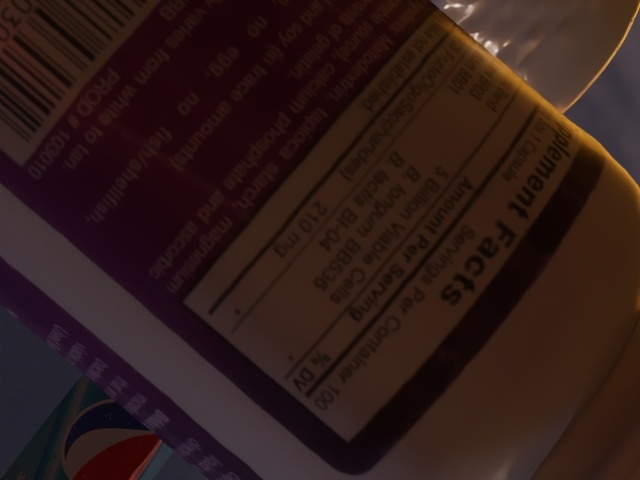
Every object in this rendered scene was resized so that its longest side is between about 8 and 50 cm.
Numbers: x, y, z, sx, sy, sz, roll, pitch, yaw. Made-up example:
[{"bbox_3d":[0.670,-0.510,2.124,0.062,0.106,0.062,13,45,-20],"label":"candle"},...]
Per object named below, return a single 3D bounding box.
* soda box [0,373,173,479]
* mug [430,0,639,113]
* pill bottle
[{"bbox_3d":[-0.139,0.132,0.857,0.067,0.071,0.210,34,-104,9],"label":"soda box"},{"bbox_3d":[0.034,-0.241,0.655,0.328,0.374,0.276,43,-159,-56],"label":"mug"},{"bbox_3d":[0.000,0.000,0.450,0.301,0.169,0.169,40,-141,-2],"label":"pill bottle"}]
